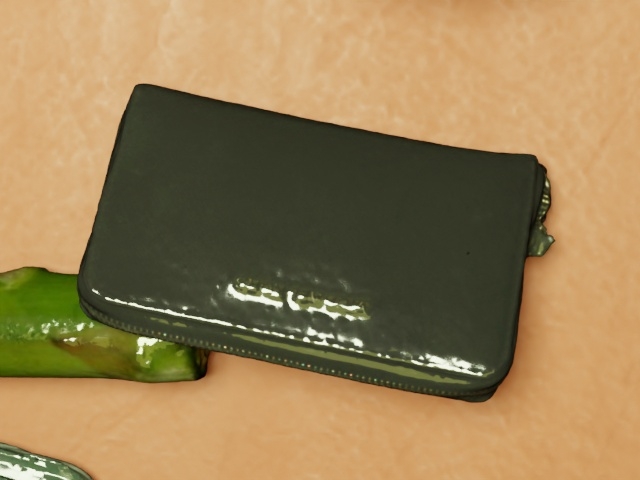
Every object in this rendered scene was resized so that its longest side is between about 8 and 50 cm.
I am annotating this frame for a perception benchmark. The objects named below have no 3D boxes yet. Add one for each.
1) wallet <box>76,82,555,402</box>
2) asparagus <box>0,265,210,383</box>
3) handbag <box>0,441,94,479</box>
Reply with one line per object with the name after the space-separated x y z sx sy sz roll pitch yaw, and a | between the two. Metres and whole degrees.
0.000 0.000 0.737 0.250 0.044 0.149 13 68 2 | wallet
-0.198 0.049 0.768 0.277 0.060 0.067 -2 88 3 | asparagus
-0.269 0.230 0.782 0.247 0.079 0.260 12 99 3 | handbag
